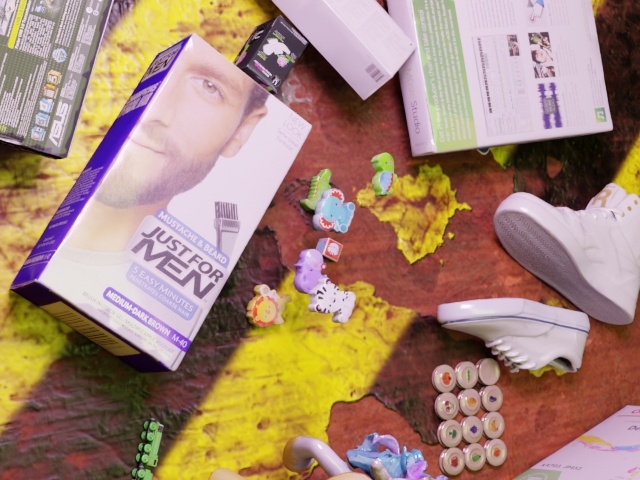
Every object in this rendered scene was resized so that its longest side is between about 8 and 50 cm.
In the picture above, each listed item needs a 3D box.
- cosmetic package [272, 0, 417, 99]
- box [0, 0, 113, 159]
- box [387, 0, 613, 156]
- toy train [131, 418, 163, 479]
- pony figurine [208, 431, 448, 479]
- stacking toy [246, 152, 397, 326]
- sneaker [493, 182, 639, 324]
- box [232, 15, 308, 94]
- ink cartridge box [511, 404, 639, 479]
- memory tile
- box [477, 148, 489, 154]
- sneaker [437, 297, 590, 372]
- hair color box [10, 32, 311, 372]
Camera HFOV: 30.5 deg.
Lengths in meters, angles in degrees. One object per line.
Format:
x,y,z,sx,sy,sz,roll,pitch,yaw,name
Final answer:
0.006,-0.292,1.443,0.239,0.060,0.099,47,40,-7,cosmetic package
-0.332,-0.241,1.211,0.216,0.060,0.270,16,87,-23,box
0.246,-0.243,1.585,0.322,0.058,0.232,-9,90,-32,box
-0.195,0.244,1.329,0.024,0.017,0.083,23,73,-38,toy train
0.075,0.357,1.278,0.303,0.363,0.351,-44,107,-28,pony figurine
0.000,0.000,1.385,0.052,0.167,0.221,29,72,-26,stacking toy
0.363,-0.023,1.654,0.292,0.108,0.169,38,65,-33,sneaker
-0.066,-0.221,1.429,0.052,0.062,0.083,41,65,-23,box
0.440,0.321,1.597,0.353,0.207,0.119,-23,99,-32,ink cartridge box
0.202,0.235,1.574,0.113,0.012,0.148,-3,86,-32,memory tile
0.214,-0.242,1.618,0.136,0.036,0.225,36,67,-23,box
0.267,0.131,1.577,0.258,0.094,0.091,9,76,-31,sneaker
-0.173,-0.041,1.321,0.185,0.110,0.339,37,66,-22,hair color box
